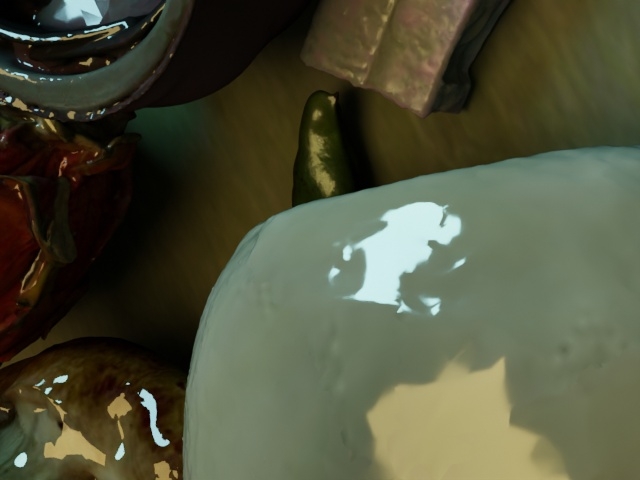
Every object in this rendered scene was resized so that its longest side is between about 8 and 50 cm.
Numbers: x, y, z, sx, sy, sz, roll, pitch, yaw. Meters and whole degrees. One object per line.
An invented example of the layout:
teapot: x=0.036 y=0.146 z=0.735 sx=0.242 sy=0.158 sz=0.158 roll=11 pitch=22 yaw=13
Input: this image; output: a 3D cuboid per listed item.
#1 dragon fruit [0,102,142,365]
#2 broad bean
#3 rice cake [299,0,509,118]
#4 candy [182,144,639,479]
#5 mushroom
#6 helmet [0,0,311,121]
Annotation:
dragon fruit: x=-0.282 y=-0.032 z=0.978 sx=0.277 sy=0.277 sz=0.342 roll=55 pitch=133 yaw=15
broad bean: x=0.000 y=0.002 z=0.896 sx=0.046 sy=0.061 sz=0.195 roll=7 pitch=97 yaw=0
rice cake: x=0.083 y=-0.206 z=0.770 sx=0.106 sy=0.050 sz=0.298 roll=39 pitch=123 yaw=27
candy: x=0.094 y=0.160 z=0.744 sx=0.386 sy=0.186 sz=0.426 roll=5 pitch=100 yaw=26
mushroom: x=-0.178 y=0.201 z=0.950 sx=0.267 sy=0.255 sz=0.267 roll=49 pitch=155 yaw=34
helmet: x=-0.107 y=-0.237 z=0.825 sx=0.271 sy=0.197 sz=0.338 roll=-7 pitch=89 yaw=32
